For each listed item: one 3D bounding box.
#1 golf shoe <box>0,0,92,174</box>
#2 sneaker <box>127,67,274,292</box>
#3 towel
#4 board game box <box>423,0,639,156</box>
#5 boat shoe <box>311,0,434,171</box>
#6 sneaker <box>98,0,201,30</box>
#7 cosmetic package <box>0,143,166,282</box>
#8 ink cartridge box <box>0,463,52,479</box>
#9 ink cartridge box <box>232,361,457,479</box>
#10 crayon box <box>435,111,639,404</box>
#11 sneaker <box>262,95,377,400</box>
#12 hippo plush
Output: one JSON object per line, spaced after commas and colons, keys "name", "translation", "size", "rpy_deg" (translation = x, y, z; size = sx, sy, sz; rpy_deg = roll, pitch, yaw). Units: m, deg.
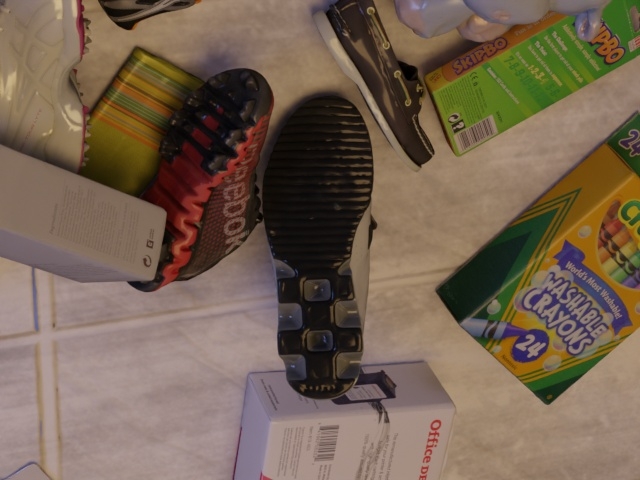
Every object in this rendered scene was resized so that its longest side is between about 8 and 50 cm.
{"name": "golf shoe", "translation": [-0.295, -0.191, 1.725], "size": [0.140, 0.115, 0.306], "rpy_deg": [-5, 122, -15]}
{"name": "sneaker", "translation": [-0.111, -0.065, 1.876], "size": [0.135, 0.097, 0.276], "rpy_deg": [-1, 129, -48]}
{"name": "towel", "translation": [-0.219, -0.091, 1.879], "size": [0.102, 0.021, 0.237], "rpy_deg": [29, 108, -30]}
{"name": "board game box", "translation": [0.245, -0.198, 1.968], "size": [0.259, 0.039, 0.124], "rpy_deg": [-27, 142, 0]}
{"name": "boat shoe", "translation": [0.074, -0.168, 1.904], "size": [0.069, 0.081, 0.227], "rpy_deg": [-32, 125, 5]}
{"name": "sneaker", "translation": [-0.127, -0.277, 1.761], "size": [0.215, 0.084, 0.083], "rpy_deg": [-20, 140, -4]}
{"name": "cosmetic package", "translation": [-0.278, -0.023, 1.771], "size": [0.231, 0.117, 0.085], "rpy_deg": [25, 69, -47]}
{"name": "ink cartridge box", "translation": [-0.382, 0.361, 2.079], "size": [0.198, 0.067, 0.115], "rpy_deg": [-34, 127, 2]}
{"name": "ink cartridge box", "translation": [0.027, 0.248, 2.149], "size": [0.237, 0.100, 0.172], "rpy_deg": [-2, 122, -20]}
{"name": "crayon box", "translation": [0.326, 0.027, 2.134], "size": [0.323, 0.083, 0.203], "rpy_deg": [-43, 127, 8]}
{"name": "sneaker", "translation": [0.000, 0.000, 1.980], "size": [0.122, 0.146, 0.330], "rpy_deg": [4, 100, 4]}
{"name": "hippo plush", "translation": [0.207, -0.273, 1.790], "size": [0.294, 0.236, 0.234], "rpy_deg": [-5, 123, -19]}
